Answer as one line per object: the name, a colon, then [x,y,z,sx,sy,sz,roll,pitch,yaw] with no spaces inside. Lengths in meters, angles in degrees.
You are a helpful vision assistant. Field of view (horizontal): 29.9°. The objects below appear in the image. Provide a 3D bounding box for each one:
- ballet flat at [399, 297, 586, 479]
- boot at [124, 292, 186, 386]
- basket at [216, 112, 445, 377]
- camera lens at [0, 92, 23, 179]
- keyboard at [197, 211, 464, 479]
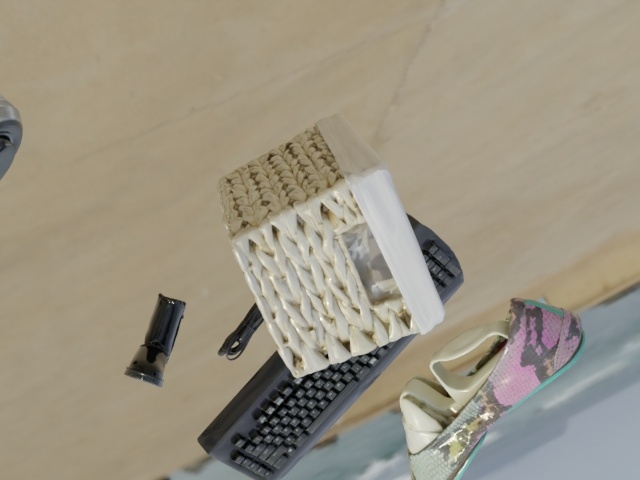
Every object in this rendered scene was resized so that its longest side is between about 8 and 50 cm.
ballet flat: [0.110,0.117,0.911,0.221,0.079,0.077,-55,-172,37]
boot: [-0.181,0.111,1.343,0.121,0.045,0.099,152,-41,-83]
basket: [0.000,0.000,0.769,0.103,0.113,0.167,-24,-162,-1]
camera lens: [-0.550,-0.169,1.579,0.219,0.274,0.219,-45,175,-5]
keyboard: [-0.002,0.101,1.202,0.317,0.033,0.201,-48,128,3]
